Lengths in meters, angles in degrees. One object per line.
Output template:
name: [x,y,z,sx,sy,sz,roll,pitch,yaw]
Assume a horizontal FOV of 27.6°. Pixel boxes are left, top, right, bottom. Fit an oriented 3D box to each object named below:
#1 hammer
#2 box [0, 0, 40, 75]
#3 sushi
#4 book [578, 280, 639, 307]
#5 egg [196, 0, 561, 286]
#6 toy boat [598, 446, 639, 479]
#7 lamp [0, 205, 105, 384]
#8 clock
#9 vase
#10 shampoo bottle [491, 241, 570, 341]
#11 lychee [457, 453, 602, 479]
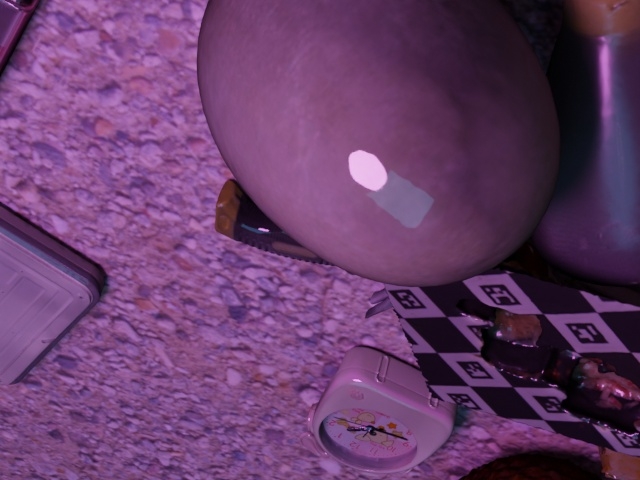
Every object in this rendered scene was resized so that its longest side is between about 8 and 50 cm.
hammer: [0.000,0.000,1.364,0.226,0.041,0.159,15,134,2]
box: [-0.360,-0.193,1.266,0.120,0.069,0.224,30,134,-11]
sushi: [0.207,0.089,1.216,0.292,0.059,0.294,14,150,26]
book: [0.400,0.121,1.211,0.208,0.020,0.295,34,176,-41]
egg: [0.041,-0.114,1.042,0.352,0.258,0.258,51,146,29]
toy boat: [0.414,0.205,1.357,0.310,0.115,0.089,6,132,27]
lamp: [-0.421,0.044,1.536,0.269,0.047,0.266,34,132,-17]
clock: [0.061,0.215,1.543,0.151,0.062,0.191,26,136,-10]
vase: [0.249,-0.133,1.079,0.173,0.173,0.321,0,127,17]
shampoo bottle: [0.207,0.073,1.325,0.104,0.104,0.278,-23,123,34]
lychee: [0.238,0.377,1.518,0.260,0.260,0.260,9,136,9]
